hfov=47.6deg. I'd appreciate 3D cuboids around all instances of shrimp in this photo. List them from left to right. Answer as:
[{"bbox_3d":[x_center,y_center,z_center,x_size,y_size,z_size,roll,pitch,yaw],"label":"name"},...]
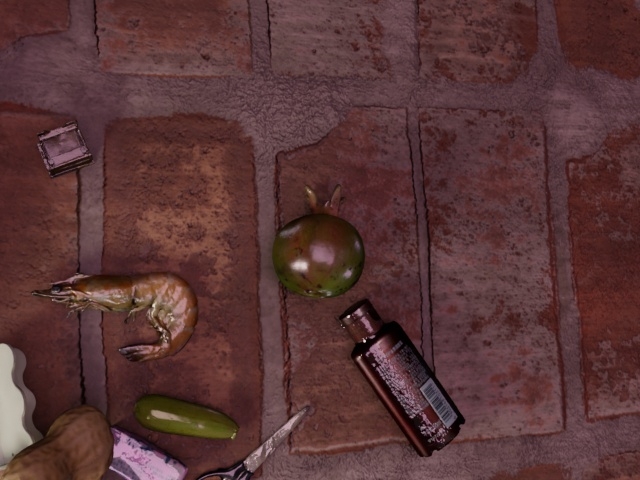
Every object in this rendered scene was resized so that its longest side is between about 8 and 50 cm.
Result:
[{"bbox_3d":[-0.371,0.141,1.326,0.296,0.058,0.169,1,87,-19],"label":"shrimp"}]

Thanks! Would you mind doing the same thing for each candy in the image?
[{"bbox_3d":[-0.321,0.394,1.295,0.160,0.092,0.073,32,72,-9],"label":"candy"}]

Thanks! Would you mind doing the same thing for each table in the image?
[{"bbox_3d":[-0.547,0.281,1.214,0.167,0.166,0.198,-14,81,-17],"label":"table"},{"bbox_3d":[-0.462,-0.164,1.308,0.083,0.082,0.070,-23,91,-16],"label":"table"}]

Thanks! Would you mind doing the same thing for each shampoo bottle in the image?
[{"bbox_3d":[0.154,0.267,1.451,0.129,0.084,0.323,-38,95,-19],"label":"shampoo bottle"}]

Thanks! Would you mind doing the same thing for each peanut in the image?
[{"bbox_3d":[-0.401,0.349,1.124,0.124,0.256,0.123,4,107,12],"label":"peanut"}]

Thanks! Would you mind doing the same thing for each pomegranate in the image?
[{"bbox_3d":[0.000,0.000,1.390,0.182,0.181,0.224,10,66,-15],"label":"pomegranate"}]

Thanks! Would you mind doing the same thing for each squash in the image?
[{"bbox_3d":[-0.245,0.331,1.339,0.201,0.066,0.066,19,80,-17],"label":"squash"}]

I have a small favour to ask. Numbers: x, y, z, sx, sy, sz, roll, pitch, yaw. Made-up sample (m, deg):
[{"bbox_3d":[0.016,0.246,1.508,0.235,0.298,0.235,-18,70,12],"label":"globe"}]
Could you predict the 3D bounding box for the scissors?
[{"bbox_3d":[-0.129,0.422,1.385,0.300,0.022,0.109,-43,101,-16],"label":"scissors"}]
